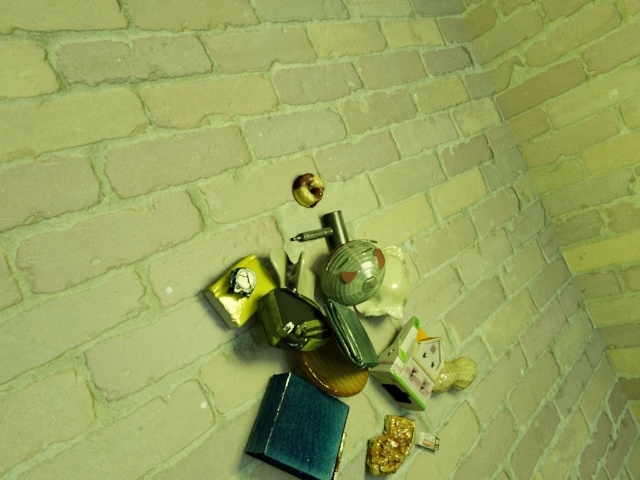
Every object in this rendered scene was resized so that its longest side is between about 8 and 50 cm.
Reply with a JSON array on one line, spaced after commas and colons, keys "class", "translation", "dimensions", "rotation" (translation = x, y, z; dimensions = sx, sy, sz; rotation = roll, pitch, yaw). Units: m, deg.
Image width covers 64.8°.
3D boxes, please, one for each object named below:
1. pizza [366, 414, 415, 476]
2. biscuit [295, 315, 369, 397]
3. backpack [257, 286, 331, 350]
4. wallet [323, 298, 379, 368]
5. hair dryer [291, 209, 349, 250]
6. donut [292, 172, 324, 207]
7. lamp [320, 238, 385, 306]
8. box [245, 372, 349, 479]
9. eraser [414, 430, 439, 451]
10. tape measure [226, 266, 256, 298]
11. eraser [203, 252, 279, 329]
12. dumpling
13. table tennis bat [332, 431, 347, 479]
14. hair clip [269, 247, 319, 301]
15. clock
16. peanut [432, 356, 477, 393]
[{"class": "pizza", "translation": [0.272, 0.755, 1.872], "dimensions": [0.305, 0.085, 0.161], "rotation": [-34, 97, -43]}, {"class": "biscuit", "translation": [0.040, 0.399, 1.760], "dimensions": [0.318, 0.040, 0.318], "rotation": [29, 34, -22]}, {"class": "backpack", "translation": [-0.074, 0.259, 1.632], "dimensions": [0.253, 0.140, 0.207], "rotation": [21, 35, -43]}, {"class": "wallet", "translation": [0.106, 0.329, 1.713], "dimensions": [0.237, 0.075, 0.342], "rotation": [60, 6, 19]}, {"class": "hair dryer", "translation": [0.000, 0.000, 1.927], "dimensions": [0.248, 0.078, 0.195], "rotation": [-12, 84, -32]}, {"class": "donut", "translation": [-0.041, -0.198, 1.958], "dimensions": [0.140, 0.059, 0.140], "rotation": [15, 64, -33]}, {"class": "lamp", "translation": [0.126, 0.120, 1.855], "dimensions": [0.265, 0.233, 0.233], "rotation": [-37, 101, -16]}, {"class": "box", "translation": [-0.063, 0.605, 1.621], "dimensions": [0.279, 0.116, 0.261], "rotation": [36, 53, -25]}, {"class": "eraser", "translation": [0.429, 0.805, 2.023], "dimensions": [0.122, 0.029, 0.052], "rotation": [30, 58, -29]}, {"class": "tape measure", "translation": [-0.243, 0.132, 1.583], "dimensions": [0.091, 0.054, 0.094], "rotation": [25, 67, -32]}, {"class": "eraser", "translation": [-0.255, 0.162, 1.646], "dimensions": [0.158, 0.069, 0.226], "rotation": [56, 48, -13]}, {"class": "dumpling", "translation": [0.240, 0.177, 2.025], "dimensions": [0.243, 0.187, 0.318], "rotation": [2, 59, 2]}, {"class": "table tennis bat", "translation": [0.048, 0.764, 1.662], "dimensions": [0.021, 0.154, 0.274], "rotation": [15, 46, 5]}, {"class": "hair clip", "translation": [-0.086, 0.127, 1.751], "dimensions": [0.282, 0.113, 0.172], "rotation": [71, 17, -50]}, {"class": "clock", "translation": [0.369, 0.475, 2.000], "dimensions": [0.235, 0.166, 0.309], "rotation": [49, 58, -16]}, {"class": "peanut", "translation": [0.559, 0.578, 2.152], "dimensions": [0.298, 0.120, 0.136], "rotation": [0, 70, -37]}]
